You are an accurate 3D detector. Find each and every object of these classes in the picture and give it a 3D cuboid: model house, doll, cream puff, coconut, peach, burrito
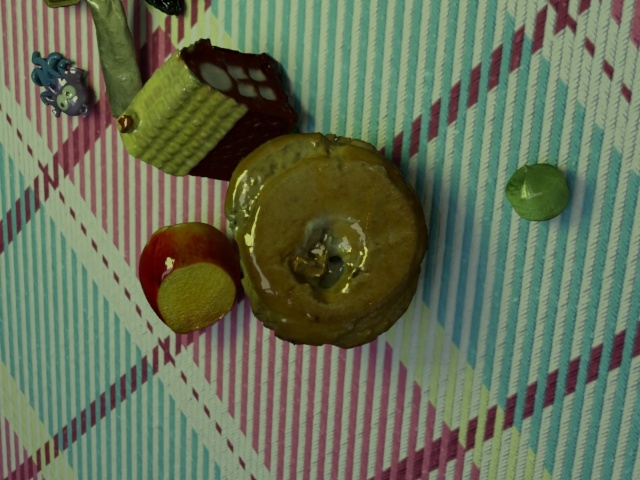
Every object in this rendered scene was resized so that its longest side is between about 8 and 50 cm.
[{"bbox_3d":[-0.194,-0.211,1.333,0.196,0.254,0.160,-41,68,32],"label":"model house"},{"bbox_3d":[-0.516,-0.309,1.620,0.206,0.067,0.110,42,110,26],"label":"doll"},{"bbox_3d":[0.000,0.000,1.287,0.343,0.231,0.327,36,86,-6],"label":"cream puff"},{"bbox_3d":[0.315,-0.074,1.199,0.088,0.088,0.096,-8,128,31],"label":"coconut"},{"bbox_3d":[-0.237,0.067,1.485,0.190,0.190,0.192,-19,74,32],"label":"peach"},{"bbox_3d":[-0.375,-0.341,1.494,0.082,0.059,0.275,15,133,23],"label":"burrito"}]

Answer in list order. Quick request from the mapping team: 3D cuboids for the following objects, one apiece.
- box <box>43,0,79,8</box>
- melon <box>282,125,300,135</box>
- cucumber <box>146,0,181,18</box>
[{"bbox_3d":[-0.463,-0.484,1.500,0.177,0.111,0.111,11,109,47],"label":"box"},{"bbox_3d":[-0.059,-0.105,1.435,0.114,0.053,0.262,10,104,46],"label":"melon"},{"bbox_3d":[-0.316,-0.458,1.477,0.181,0.053,0.053,40,118,14],"label":"cucumber"}]
